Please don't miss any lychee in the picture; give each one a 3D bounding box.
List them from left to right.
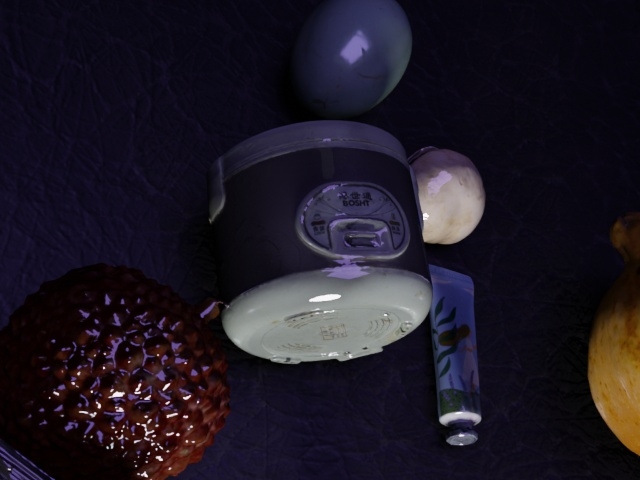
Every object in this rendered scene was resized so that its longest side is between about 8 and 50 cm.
[{"bbox_3d":[-0.228,0.151,1.192,0.300,0.264,0.264,-32,83,-30],"label":"lychee"}]

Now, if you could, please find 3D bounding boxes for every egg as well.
[{"bbox_3d":[0.044,-0.279,1.589,0.168,0.168,0.231,38,59,-4],"label":"egg"}]

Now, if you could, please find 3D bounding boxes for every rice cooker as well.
[{"bbox_3d":[0.000,-0.003,1.368,0.288,0.288,0.277,4,64,-24],"label":"rice cooker"}]

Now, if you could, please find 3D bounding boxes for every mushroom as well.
[{"bbox_3d":[0.170,-0.063,1.576,0.154,0.122,0.154,-13,112,-35],"label":"mushroom"}]

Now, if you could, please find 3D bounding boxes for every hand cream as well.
[{"bbox_3d":[0.190,0.157,1.518,0.091,0.058,0.271,15,55,-23],"label":"hand cream"}]

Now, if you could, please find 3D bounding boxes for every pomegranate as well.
[{"bbox_3d":[0.553,0.130,1.521,0.410,0.410,0.410,11,62,-21],"label":"pomegranate"}]

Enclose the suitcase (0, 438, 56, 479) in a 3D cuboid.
[{"bbox_3d":[-0.305,0.321,1.083,0.335,0.229,0.152,39,59,-5],"label":"suitcase"}]
